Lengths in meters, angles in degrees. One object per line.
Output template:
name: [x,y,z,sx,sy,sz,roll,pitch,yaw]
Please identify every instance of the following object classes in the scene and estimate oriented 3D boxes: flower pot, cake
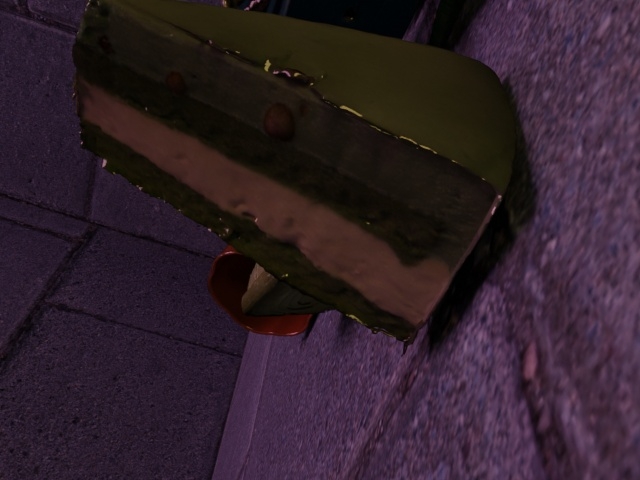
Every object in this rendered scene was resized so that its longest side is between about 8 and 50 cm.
flower pot: [-0.069,0.042,1.107,0.173,0.191,0.190,-60,-6,-48]
cake: [-0.013,-0.082,0.469,0.172,0.284,0.158,-55,-9,-49]

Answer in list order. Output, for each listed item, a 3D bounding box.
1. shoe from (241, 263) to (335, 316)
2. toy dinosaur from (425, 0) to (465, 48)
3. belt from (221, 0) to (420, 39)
shoe: [0.002,0.007,0.732,0.262,0.140,0.128,126,152,-55]
toy dinosaur: [0.113,-0.204,0.500,0.447,0.087,0.300,-70,2,-55]
belt: [-0.008,-0.332,0.745,0.436,0.173,0.300,134,131,-60]
